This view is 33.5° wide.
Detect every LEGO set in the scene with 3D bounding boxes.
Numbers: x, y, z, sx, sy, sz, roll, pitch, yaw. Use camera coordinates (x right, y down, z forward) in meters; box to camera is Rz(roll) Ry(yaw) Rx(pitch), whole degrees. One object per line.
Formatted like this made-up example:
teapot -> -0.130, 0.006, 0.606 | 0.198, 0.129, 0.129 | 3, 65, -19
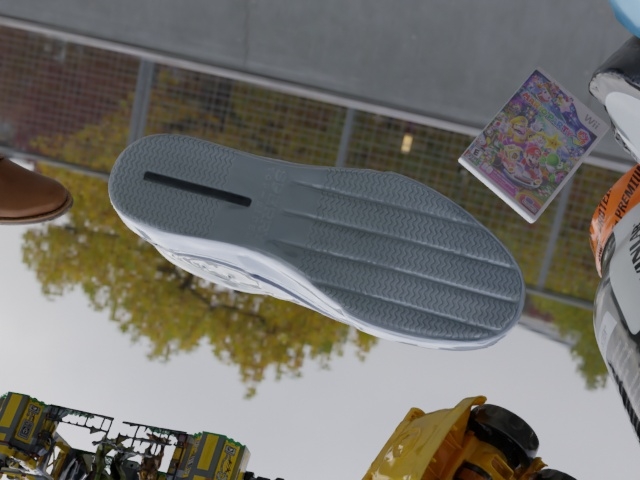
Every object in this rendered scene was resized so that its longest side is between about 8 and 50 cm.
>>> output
LEGO set -> -0.214, 0.305, 1.102 | 0.332, 0.192, 0.255 | 12, 151, 8

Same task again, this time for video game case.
video game case -> 0.193, -0.087, 0.954 | 0.087, 0.122, 0.011 | 41, 162, 1

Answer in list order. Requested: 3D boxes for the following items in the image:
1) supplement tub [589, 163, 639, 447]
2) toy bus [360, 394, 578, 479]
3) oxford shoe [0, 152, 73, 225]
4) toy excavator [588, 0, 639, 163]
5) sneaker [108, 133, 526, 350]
supplement tub -> 0.298, 0.102, 0.651 | 0.207, 0.207, 0.338 | 7, -133, -24
toy bus -> 0.145, 0.278, 1.104 | 0.220, 0.149, 0.211 | 45, 153, -14
oxford shoe -> -0.364, -0.072, 1.124 | 0.212, 0.076, 0.076 | 15, -136, 8
toy excavator -> 0.228, -0.139, 0.312 | 0.445, 0.222, 0.433 | 47, 180, -41
sneaker -> 0.000, 0.000, 0.649 | 0.258, 0.094, 0.091 | 21, 169, 13
